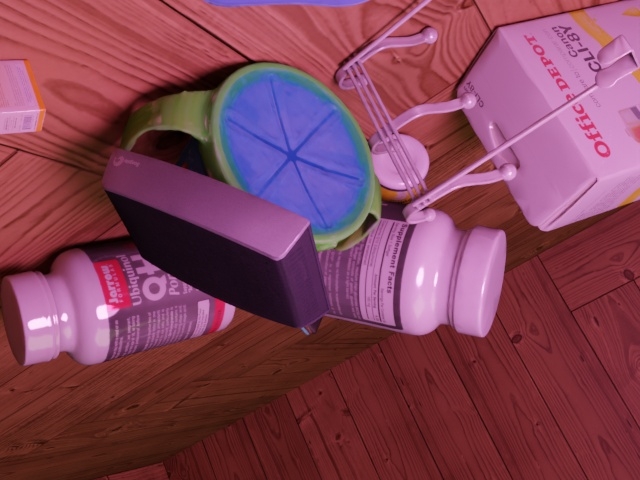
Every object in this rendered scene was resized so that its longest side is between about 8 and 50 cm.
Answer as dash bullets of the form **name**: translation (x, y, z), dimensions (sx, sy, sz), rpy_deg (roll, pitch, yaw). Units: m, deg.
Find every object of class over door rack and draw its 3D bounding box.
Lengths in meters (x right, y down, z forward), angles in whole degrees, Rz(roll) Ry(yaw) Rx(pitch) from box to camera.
- **over door rack**: translation (0.185, -0.199, 0.825), dimensions (0.108, 0.239, 0.324), rpy_deg (-2, 151, -47)

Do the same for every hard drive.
- **hard drive**: translation (-0.117, 0.002, 0.751), dimensions (0.054, 0.254, 0.172), rpy_deg (-54, 151, -29)

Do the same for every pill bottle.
- **pill bottle**: translation (0.106, 0.040, 1.148), dimensions (0.363, 0.210, 0.210), rpy_deg (10, 174, 23)
- **pill bottle**: translation (-0.305, 0.089, 1.064), dimensions (0.318, 0.176, 0.176), rpy_deg (-12, 157, -36)
- **pill bottle**: translation (0.128, -0.101, 1.221), dimensions (0.103, 0.103, 0.184), rpy_deg (-23, 161, -9)

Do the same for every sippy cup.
- **sippy cup**: translation (-0.089, -0.069, 0.884), dimensions (0.224, 0.305, 0.240), rpy_deg (-29, -167, 47)

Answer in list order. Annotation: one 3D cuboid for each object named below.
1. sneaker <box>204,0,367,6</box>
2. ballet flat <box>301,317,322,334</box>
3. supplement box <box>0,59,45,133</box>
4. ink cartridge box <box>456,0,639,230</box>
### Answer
- **sneaker**: translation (-0.006, -0.271, 0.636), dimensions (0.232, 0.081, 0.090), rpy_deg (-16, 166, -22)
- **ballet flat**: translation (-0.033, 0.096, 1.370), dimensions (0.096, 0.095, 0.280), rpy_deg (-36, -160, -4)
- **supplement box**: translation (-0.315, -0.131, 0.644), dimensions (0.098, 0.062, 0.036), rpy_deg (-11, 158, -34)
- **ink cartridge box**: translation (0.451, -0.208, 1.074), dimensions (0.384, 0.279, 0.160), rpy_deg (-18, 159, -22)
